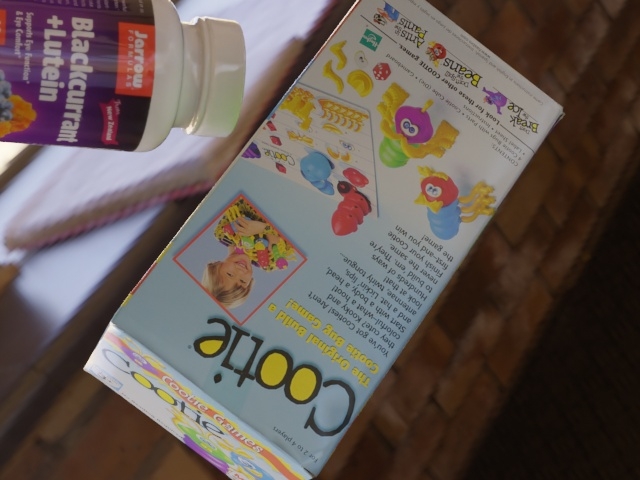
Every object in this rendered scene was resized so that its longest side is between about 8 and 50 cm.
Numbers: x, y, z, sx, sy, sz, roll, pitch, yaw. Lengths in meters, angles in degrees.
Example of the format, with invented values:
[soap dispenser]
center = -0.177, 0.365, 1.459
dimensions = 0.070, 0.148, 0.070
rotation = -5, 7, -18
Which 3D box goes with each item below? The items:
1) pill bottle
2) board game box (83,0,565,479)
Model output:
[pill bottle]
center = -0.151, -0.113, 0.945
dimensions = 0.108, 0.193, 0.108
rotation = -177, 90, -71
[board game box]
center = 0.000, 0.000, 0.883
dimensions = 0.275, 0.144, 0.142
rotation = -53, 3, -22
